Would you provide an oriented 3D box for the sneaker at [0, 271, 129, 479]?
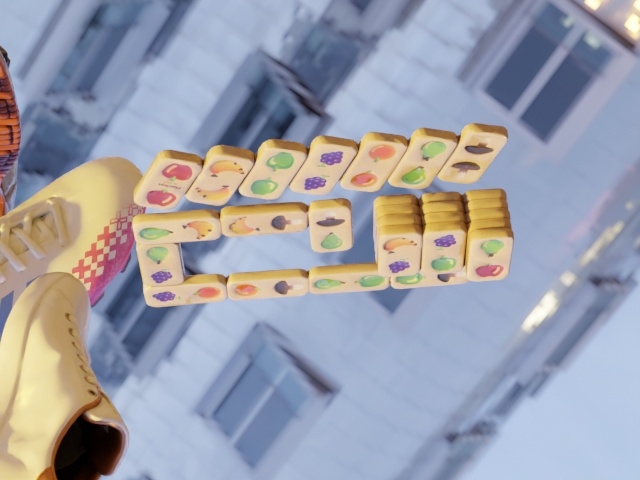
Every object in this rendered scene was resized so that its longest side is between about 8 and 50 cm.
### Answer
[{"bbox_3d":[-0.205,0.138,1.350,0.123,0.106,0.290,-4,-138,11],"label":"sneaker"}]

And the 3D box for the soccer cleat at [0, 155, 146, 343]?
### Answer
[{"bbox_3d":[-0.294,0.037,1.499,0.116,0.331,0.143,36,171,35],"label":"soccer cleat"}]

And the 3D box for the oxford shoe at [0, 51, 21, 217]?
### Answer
[{"bbox_3d":[-0.367,-0.116,1.682,0.123,0.348,0.130,7,-125,-10],"label":"oxford shoe"}]

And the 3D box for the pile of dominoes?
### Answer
[{"bbox_3d":[0.000,0.000,1.081,0.251,0.196,0.040,-5,-120,-1],"label":"pile of dominoes"}]

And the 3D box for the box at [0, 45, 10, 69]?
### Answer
[{"bbox_3d":[-0.708,-0.160,1.891,0.472,0.297,0.480,29,-153,29],"label":"box"}]
